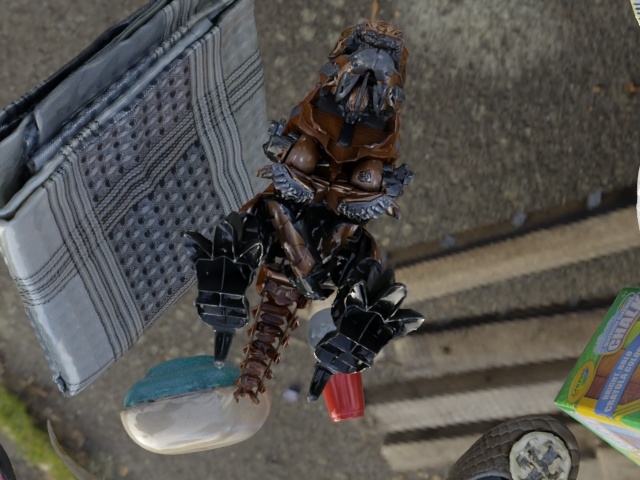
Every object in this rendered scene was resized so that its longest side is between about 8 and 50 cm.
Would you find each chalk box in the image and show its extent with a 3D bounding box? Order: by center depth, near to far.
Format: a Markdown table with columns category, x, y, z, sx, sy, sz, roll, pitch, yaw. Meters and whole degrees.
| category | x | y | z | sx | sy | sz | roll | pitch | yaw |
| --- | --- | --- | --- | --- | --- | --- | --- | --- | --- |
| chalk box | 0.307 | 0.128 | 1.081 | 0.132 | 0.132 | 0.213 | 35 | 168 | -16 |

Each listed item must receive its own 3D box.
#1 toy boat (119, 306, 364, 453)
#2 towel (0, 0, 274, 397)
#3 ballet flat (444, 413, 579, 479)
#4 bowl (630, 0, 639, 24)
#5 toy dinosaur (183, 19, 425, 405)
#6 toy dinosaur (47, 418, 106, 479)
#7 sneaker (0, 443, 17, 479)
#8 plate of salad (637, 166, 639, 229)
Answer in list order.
| category | x | y | z | sx | sy | sz | roll | pitch | yaw |
| --- | --- | --- | --- | --- | --- | --- | --- | --- | --- |
| toy boat | -0.100 | 0.187 | 1.628 | 0.318 | 0.148 | 0.267 | -12 | 169 | 1 |
| towel | -0.142 | -0.052 | 1.056 | 0.056 | 0.312 | 0.324 | 31 | 150 | 27 |
| ballet flat | 0.083 | 0.215 | 0.820 | 0.084 | 0.250 | 0.058 | 47 | 173 | 0 |
| bowl | 0.473 | -0.334 | 1.582 | 0.080 | 0.170 | 0.170 | -4 | 132 | 48 |
| toy dinosaur | 0.000 | 0.000 | 0.948 | 0.164 | 0.218 | 0.322 | 1 | 121 | 6 |
| toy dinosaur | -0.170 | 0.227 | 1.066 | 0.183 | 0.092 | 0.053 | 24 | 111 | -2 |
| sneaker | -0.565 | 0.323 | 1.769 | 0.314 | 0.136 | 0.116 | 19 | 128 | 29 |
| plate of salad | 0.436 | -0.015 | 1.518 | 0.048 | 0.200 | 0.200 | -14 | 128 | -4 |
